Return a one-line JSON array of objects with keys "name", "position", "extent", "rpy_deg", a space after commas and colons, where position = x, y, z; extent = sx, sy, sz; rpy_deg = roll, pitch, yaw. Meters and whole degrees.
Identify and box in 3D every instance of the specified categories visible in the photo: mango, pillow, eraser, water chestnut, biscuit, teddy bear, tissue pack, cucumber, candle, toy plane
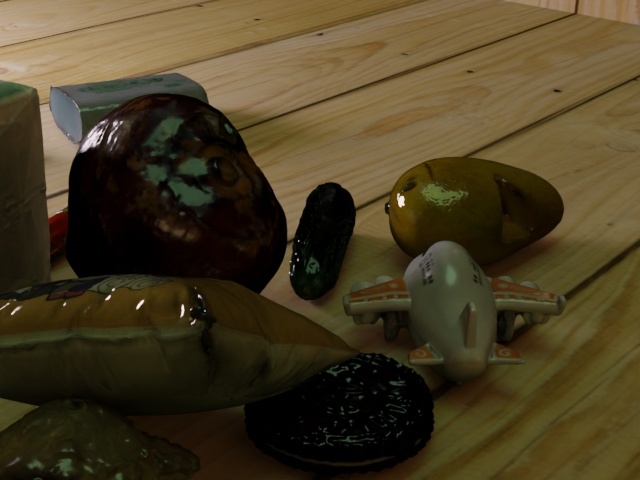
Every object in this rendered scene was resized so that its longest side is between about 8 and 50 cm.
[{"name": "mango", "position": [0.208, -0.040, 1.449], "extent": [0.262, 0.130, 0.167], "rpy_deg": [-12, 33, -38]}, {"name": "pillow", "position": [-0.161, 0.095, 0.980], "extent": [0.310, 0.119, 0.312], "rpy_deg": [-8, -14, 22]}, {"name": "eraser", "position": [-0.326, -0.228, 1.875], "extent": [0.227, 0.081, 0.174], "rpy_deg": [-13, 28, -26]}, {"name": "water chestnut", "position": [-0.171, -0.021, 1.240], "extent": [0.244, 0.289, 0.289], "rpy_deg": [-32, 31, -4]}, {"name": "biscuit", "position": [0.018, 0.164, 1.075], "extent": [0.194, 0.053, 0.194], "rpy_deg": [1, 25, 0]}, {"name": "teddy bear", "position": [-0.208, 0.221, 0.822], "extent": [0.267, 0.156, 0.256], "rpy_deg": [6, 23, 12]}, {"name": "tissue pack", "position": [-0.507, -0.069, 1.297], "extent": [0.356, 0.266, 0.194], "rpy_deg": [14, 28, 24]}, {"name": "cucumber", "position": [0.000, 0.001, 1.410], "extent": [0.074, 0.074, 0.241], "rpy_deg": [5, 26, 6]}, {"name": "candle", "position": [-0.345, -0.002, 1.419], "extent": [0.052, 0.052, 0.130], "rpy_deg": [10, 27, 18]}, {"name": "toy plane", "position": [0.145, 0.072, 1.211], "extent": [0.245, 0.117, 0.244], "rpy_deg": [0, 25, 0]}]
